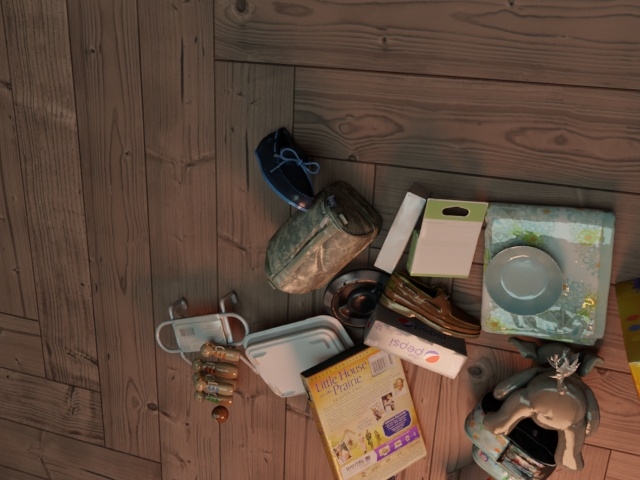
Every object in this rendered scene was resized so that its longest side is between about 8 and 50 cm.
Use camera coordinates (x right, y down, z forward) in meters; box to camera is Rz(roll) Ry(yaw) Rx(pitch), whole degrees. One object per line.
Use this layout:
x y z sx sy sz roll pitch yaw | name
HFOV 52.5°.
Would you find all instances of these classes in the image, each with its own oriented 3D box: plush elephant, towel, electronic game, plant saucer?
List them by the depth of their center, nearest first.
0.526 0.101 1.680 0.195 0.037 0.194 7 109 20 | plant saucer
0.592 0.089 1.717 0.321 0.090 0.374 4 109 18 | towel
0.610 0.381 1.720 0.272 0.255 0.329 19 113 16 | plush elephant
0.122 0.174 1.901 0.229 0.048 0.229 -1 126 -2 | electronic game

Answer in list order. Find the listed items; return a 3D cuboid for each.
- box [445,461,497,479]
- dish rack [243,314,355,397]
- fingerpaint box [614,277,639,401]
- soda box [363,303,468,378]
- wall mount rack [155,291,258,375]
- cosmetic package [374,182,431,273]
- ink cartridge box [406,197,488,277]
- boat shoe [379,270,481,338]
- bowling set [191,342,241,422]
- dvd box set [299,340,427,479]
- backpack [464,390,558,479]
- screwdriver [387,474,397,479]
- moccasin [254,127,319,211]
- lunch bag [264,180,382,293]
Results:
0.458 0.731 1.956 0.186 0.145 0.038 -37 96 26 | box
-0.053 0.377 1.998 0.333 0.072 0.285 -17 125 21 | dish rack
0.827 0.328 1.515 0.163 0.445 0.371 -17 102 25 | fingerpaint box
0.272 0.290 1.864 0.286 0.098 0.091 22 115 -4 | soda box
-0.352 0.331 2.129 0.350 0.130 0.304 -9 101 23 | wall mount rack
0.229 -0.033 1.800 0.060 0.099 0.239 27 116 10 | cosmetic package
0.337 -0.011 1.744 0.171 0.056 0.235 3 117 -9 | ink cartridge box
0.324 0.181 1.814 0.307 0.110 0.104 21 104 -9 | boat shoe
-0.350 0.464 2.057 0.154 0.199 0.287 11 139 -2 | bowling set
0.135 0.524 1.939 0.062 0.308 0.420 10 120 63 | dvd box set
0.530 0.555 1.827 0.253 0.225 0.191 39 116 14 | backpack
0.255 0.750 2.112 0.024 0.025 0.170 35 107 6 | screwdriver
-0.094 -0.209 1.749 0.117 0.138 0.342 -49 43 15 | moccasin
0.000 0.000 1.807 0.212 0.256 0.305 46 116 0 | lunch bag
